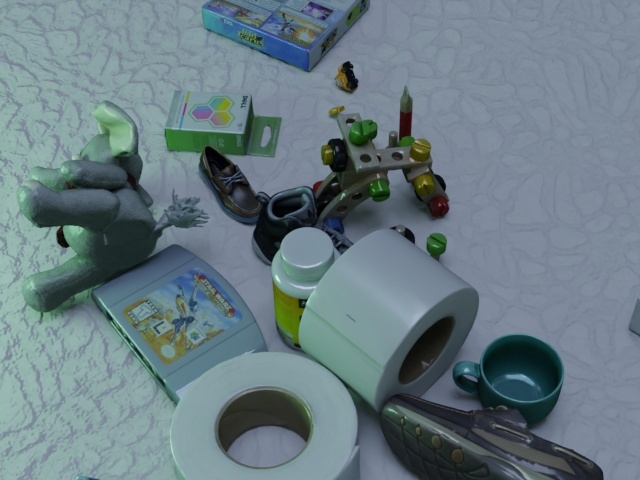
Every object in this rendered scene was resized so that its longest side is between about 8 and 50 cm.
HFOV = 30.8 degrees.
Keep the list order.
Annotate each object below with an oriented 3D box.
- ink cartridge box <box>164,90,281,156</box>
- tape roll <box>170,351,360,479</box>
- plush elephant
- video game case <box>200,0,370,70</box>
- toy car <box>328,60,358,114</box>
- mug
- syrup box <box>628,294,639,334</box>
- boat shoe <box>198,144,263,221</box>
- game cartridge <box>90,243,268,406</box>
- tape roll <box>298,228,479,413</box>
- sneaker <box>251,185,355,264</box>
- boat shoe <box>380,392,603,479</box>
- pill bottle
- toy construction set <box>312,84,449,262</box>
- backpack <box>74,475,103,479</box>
[{"bbox_3d":[-0.186,-0.225,2.228,0.209,0.062,0.109,4,50,4],"label":"ink cartridge box"},{"bbox_3d":[-0.081,0.309,1.757,0.286,0.100,0.286,-1,46,1],"label":"tape roll"},{"bbox_3d":[-0.387,-0.083,1.995,0.330,0.272,0.255,-17,47,-17],"label":"plush elephant"},{"bbox_3d":[-0.071,-0.491,2.442,0.269,0.061,0.244,26,55,21],"label":"video game case"},{"bbox_3d":[0.033,-0.301,2.292,0.040,0.060,0.122,-9,35,36],"label":"toy car"},{"bbox_3d":[0.302,0.220,1.834,0.158,0.097,0.129,30,58,24],"label":"mug"},{"bbox_3d":[0.623,0.070,1.950,0.093,0.096,0.237,32,59,25],"label":"syrup box"},{"bbox_3d":[-0.169,-0.105,2.127,0.066,0.066,0.183,-33,57,-23],"label":"boat shoe"},{"bbox_3d":[-0.227,0.136,1.944,0.198,0.062,0.297,-34,58,-19],"label":"game cartridge"},{"bbox_3d":[0.108,0.127,1.821,0.246,0.246,0.169,-38,59,-26],"label":"tape roll"},{"bbox_3d":[0.000,0.000,1.983,0.268,0.153,0.101,21,55,17],"label":"sneaker"},{"bbox_3d":[0.260,0.324,1.748,0.355,0.132,0.130,28,46,11],"label":"boat shoe"},{"bbox_3d":[-0.019,0.077,1.881,0.117,0.215,0.117,-1,51,1],"label":"pill bottle"},{"bbox_3d":[0.116,-0.158,2.055,0.257,0.237,0.309,8,51,8],"label":"toy construction set"},{"bbox_3d":[-0.325,0.400,1.697,0.114,0.105,0.084,16,54,8],"label":"backpack"}]
